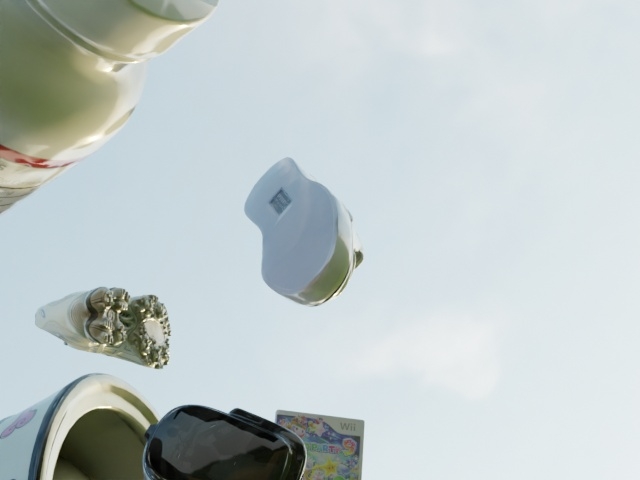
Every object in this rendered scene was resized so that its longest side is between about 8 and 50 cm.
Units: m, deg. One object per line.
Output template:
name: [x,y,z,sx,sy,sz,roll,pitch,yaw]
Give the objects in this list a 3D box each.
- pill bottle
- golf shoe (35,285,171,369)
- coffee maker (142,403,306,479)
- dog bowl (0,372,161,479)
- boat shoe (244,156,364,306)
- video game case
pill bottle: [-0.270,-0.121,1.118,0.407,0.229,0.229,-31,-43,30]
golf shoe: [-0.203,0.081,1.533,0.176,0.086,0.069,39,-129,-62]
coffee maker: [-0.066,0.224,1.290,0.171,0.120,0.178,5,-40,-11]
dog bowl: [-0.260,0.355,1.714,0.150,0.408,0.408,-15,-53,17]
boat shoe: [0.000,0.000,1.409,0.084,0.258,0.095,40,-77,-21]
video game case: [-0.004,0.223,1.518,0.087,0.011,0.122,8,-114,-10]
